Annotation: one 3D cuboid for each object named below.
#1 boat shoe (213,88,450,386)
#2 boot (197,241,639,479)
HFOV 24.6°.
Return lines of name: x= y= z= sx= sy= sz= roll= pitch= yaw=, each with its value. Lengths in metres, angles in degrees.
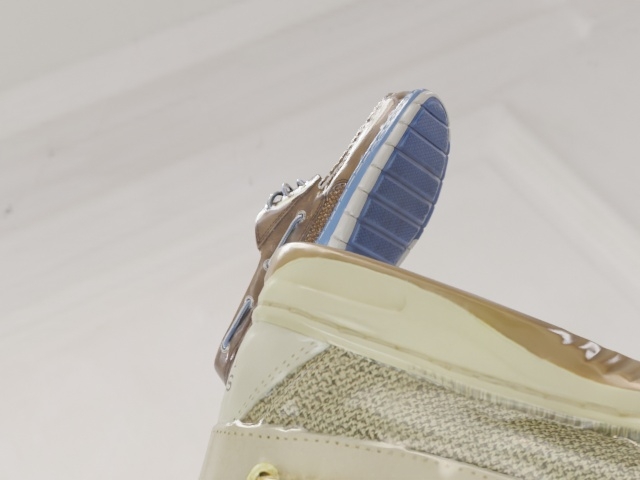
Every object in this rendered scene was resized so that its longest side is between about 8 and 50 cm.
boat shoe: x=0.000 y=0.000 z=0.737 sx=0.066 sy=0.066 sz=0.183 roll=25 pitch=-98 yaw=35
boot: x=0.051 y=0.130 z=0.346 sx=0.262 sy=0.095 sz=0.203 roll=22 pitch=-99 yaw=33
